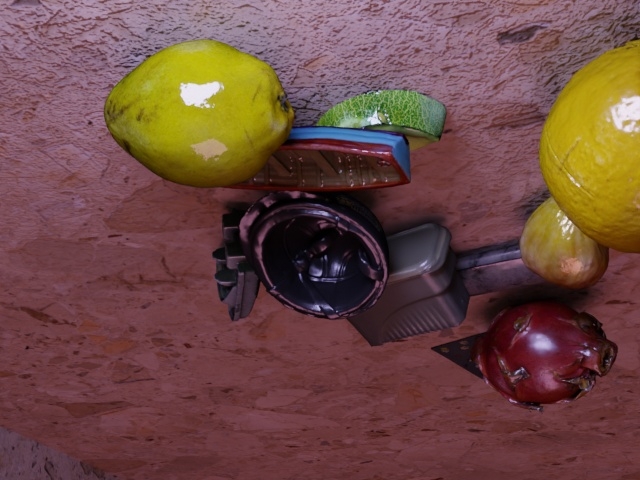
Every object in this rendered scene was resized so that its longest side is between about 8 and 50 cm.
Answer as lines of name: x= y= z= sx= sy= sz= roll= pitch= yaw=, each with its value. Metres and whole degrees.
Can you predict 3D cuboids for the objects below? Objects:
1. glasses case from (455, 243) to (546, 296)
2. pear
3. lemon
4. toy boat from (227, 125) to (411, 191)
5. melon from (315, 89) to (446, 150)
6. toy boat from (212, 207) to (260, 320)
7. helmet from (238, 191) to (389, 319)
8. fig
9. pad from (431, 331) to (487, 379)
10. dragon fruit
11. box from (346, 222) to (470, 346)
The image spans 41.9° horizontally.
glasses case: x=0.328 y=0.066 z=1.667 sx=0.299 sy=0.060 sz=0.114 roll=-14 pitch=140 yaw=25
pear: x=-0.170 y=-0.178 z=1.176 sx=0.269 sy=0.212 sz=0.212 roll=-3 pitch=148 yaw=17
lemon: x=0.447 y=-0.128 z=1.140 sx=0.297 sy=0.297 sz=0.297 roll=2 pitch=149 yaw=1
toy boat: x=-0.048 y=-0.126 z=1.290 sx=0.392 sy=0.079 sz=0.136 roll=3 pitch=155 yaw=30
melon: x=0.082 y=-0.172 z=1.305 sx=0.209 sy=0.064 sz=0.118 roll=-19 pitch=147 yaw=35
toy boat: x=-0.165 y=0.069 z=1.636 sx=0.092 sy=0.141 sz=0.319 roll=-4 pitch=150 yaw=-11
helmet: x=0.000 y=0.000 z=1.488 sx=0.279 sy=0.160 sz=0.230 roll=41 pitch=122 yaw=-10
fig: x=0.425 y=-0.038 z=1.445 sx=0.159 sy=0.159 sz=0.257 roll=-4 pitch=128 yaw=11
pad: x=0.410 y=0.291 z=2.082 sx=0.170 sy=0.006 sz=0.245 roll=-22 pitch=141 yaw=35
dragon fruit: x=0.464 y=0.238 z=1.770 sx=0.250 sy=0.250 sz=0.315 roll=18 pitch=-174 yaw=-23
box: x=0.157 y=0.091 z=1.616 sx=0.274 sy=0.138 sz=0.178 roll=-17 pitch=124 yaw=34
